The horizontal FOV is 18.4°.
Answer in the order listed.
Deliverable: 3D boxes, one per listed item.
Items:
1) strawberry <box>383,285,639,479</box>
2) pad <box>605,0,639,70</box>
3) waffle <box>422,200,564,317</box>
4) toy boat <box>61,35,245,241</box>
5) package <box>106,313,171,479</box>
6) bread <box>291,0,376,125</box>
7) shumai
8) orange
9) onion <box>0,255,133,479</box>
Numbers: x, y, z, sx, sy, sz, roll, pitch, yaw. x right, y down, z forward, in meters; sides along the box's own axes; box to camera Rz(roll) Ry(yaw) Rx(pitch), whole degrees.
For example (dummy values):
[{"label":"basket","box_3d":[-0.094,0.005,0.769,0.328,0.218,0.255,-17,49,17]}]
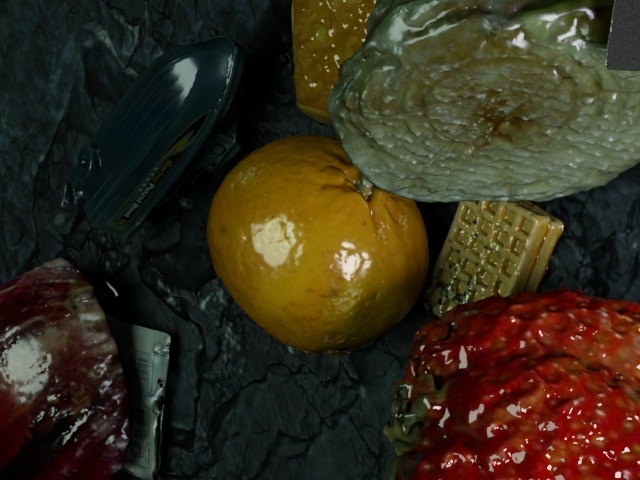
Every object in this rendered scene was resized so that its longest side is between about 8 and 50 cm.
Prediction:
[{"label":"strawberry","box_3d":[0.224,0.203,1.712,0.351,0.267,0.312,12,95,14]},{"label":"pad","box_3d":[0.313,-0.206,1.625,0.003,0.211,0.143,17,103,47]},{"label":"waffle","box_3d":[0.161,0.022,1.873,0.102,0.042,0.148,35,114,33]},{"label":"toy boat","box_3d":[-0.156,-0.117,2.074,0.296,0.122,0.114,-44,46,43]},{"label":"package","box_3d":[-0.232,0.169,2.218,0.173,0.027,0.171,17,106,44]},{"label":"bread","box_3d":[0.072,-0.211,1.895,0.210,0.099,0.235,17,114,39]},{"label":"shumai","box_3d":[0.163,-0.202,1.746,0.304,0.309,0.263,-29,49,39]},{"label":"orange","box_3d":[0.000,0.002,1.892,0.193,0.219,0.219,-29,74,28]},{"label":"onion","box_3d":[-0.335,0.185,2.211,0.314,0.146,0.280,-42,64,41]}]
